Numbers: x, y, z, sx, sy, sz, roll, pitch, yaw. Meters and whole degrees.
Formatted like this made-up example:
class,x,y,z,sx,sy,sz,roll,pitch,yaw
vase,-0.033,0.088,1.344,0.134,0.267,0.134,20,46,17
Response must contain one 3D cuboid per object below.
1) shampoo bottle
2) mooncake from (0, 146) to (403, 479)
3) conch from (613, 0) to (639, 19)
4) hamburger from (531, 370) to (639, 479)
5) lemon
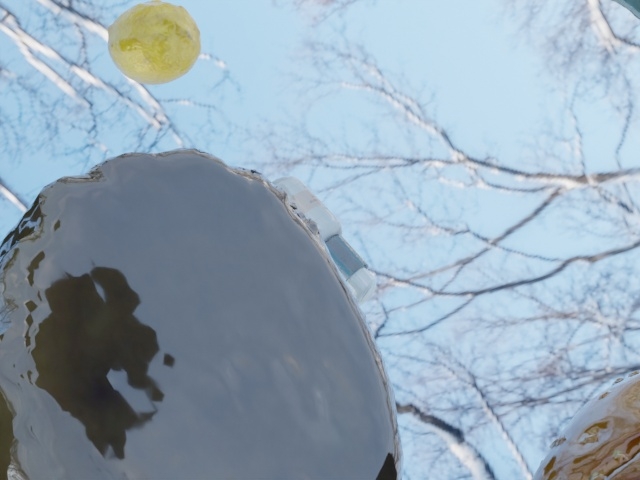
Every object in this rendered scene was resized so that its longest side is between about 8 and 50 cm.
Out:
class,x,y,z,sx,sy,sz,roll,pitch,yaw
shampoo bottle,0.000,0.000,1.245,0.074,0.074,0.192,-27,-116,-40
mooncake,-0.106,0.112,0.647,0.324,0.187,0.324,30,-136,-34
conch,0.270,-0.258,0.490,0.303,0.319,0.215,51,-130,-22
hamburger,0.285,0.198,0.659,0.314,0.289,0.170,-51,-57,-47
lemon,-0.230,-0.269,1.331,0.114,0.155,0.114,5,-96,-50
